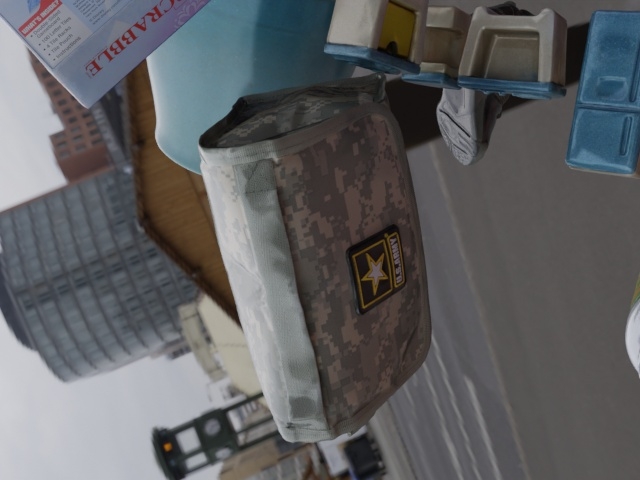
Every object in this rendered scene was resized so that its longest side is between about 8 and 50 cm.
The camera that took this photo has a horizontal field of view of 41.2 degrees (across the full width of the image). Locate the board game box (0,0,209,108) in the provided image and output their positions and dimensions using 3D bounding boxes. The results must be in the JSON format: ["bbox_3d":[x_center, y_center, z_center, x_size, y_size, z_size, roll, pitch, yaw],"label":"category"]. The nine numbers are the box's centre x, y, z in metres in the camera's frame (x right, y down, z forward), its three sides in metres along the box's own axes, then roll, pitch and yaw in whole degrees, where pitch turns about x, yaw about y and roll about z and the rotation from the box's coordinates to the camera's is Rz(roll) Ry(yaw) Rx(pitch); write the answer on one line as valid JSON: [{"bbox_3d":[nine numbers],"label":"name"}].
[{"bbox_3d":[-0.189,-0.324,0.758,0.318,0.318,0.066,45,174,24],"label":"board game box"}]

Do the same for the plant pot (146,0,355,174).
[{"bbox_3d":[-0.086,-0.216,0.995,0.272,0.271,0.255,-119,39,-51],"label":"plant pot"}]

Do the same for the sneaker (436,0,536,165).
[{"bbox_3d":[0.204,-0.183,0.991,0.087,0.130,0.227,52,162,33],"label":"sneaker"}]

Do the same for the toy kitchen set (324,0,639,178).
[{"bbox_3d":[0.131,-0.124,0.639,0.166,0.207,0.122,-1,-80,-57],"label":"toy kitchen set"}]

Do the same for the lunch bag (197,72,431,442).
[{"bbox_3d":[0.000,0.000,0.710,0.287,0.169,0.235,-75,-24,-70],"label":"lunch bag"}]

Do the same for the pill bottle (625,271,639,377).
[{"bbox_3d":[0.408,0.090,0.926,0.245,0.136,0.136,-35,-75,-60],"label":"pill bottle"}]
